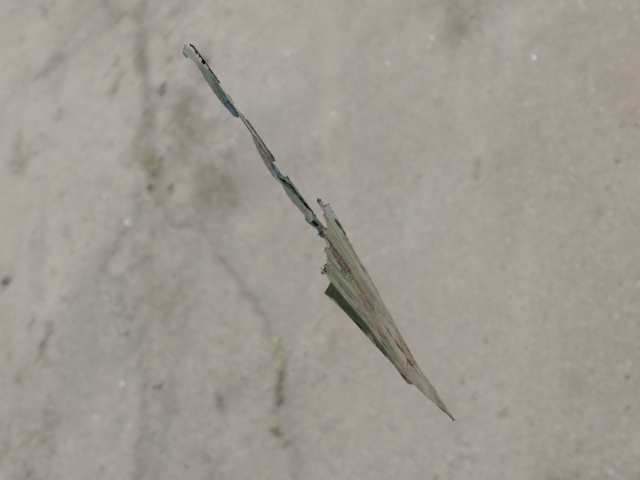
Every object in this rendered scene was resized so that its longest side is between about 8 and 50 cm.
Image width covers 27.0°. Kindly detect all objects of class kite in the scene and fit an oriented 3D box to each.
[{"bbox_3d":[0.001,-0.001,0.706,0.012,0.250,0.229,-33,13,5],"label":"kite"}]
